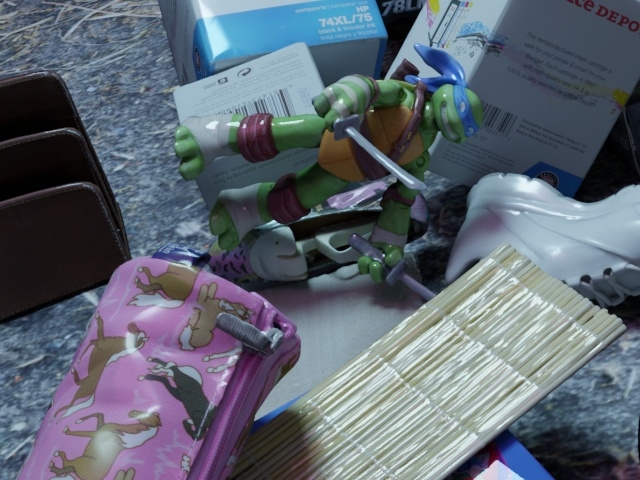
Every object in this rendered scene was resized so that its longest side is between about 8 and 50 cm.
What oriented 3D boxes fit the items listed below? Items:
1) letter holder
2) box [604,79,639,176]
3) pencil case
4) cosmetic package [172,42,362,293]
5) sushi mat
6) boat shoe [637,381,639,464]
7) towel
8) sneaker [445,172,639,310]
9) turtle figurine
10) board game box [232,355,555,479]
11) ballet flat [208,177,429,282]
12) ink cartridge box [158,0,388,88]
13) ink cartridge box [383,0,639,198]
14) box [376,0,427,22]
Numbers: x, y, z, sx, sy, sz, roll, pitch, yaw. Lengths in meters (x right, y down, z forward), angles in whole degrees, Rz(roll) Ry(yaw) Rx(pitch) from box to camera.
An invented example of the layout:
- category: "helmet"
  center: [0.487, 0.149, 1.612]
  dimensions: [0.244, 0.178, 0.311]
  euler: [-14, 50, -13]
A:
- category: "letter holder"
  center: [-0.387, -0.032, 1.883]
  dimensions: [0.302, 0.214, 0.152]
  euler: [-21, 30, -2]
- category: "box"
  center: [0.443, -0.237, 1.839]
  dimensions: [0.395, 0.097, 0.318]
  euler: [-23, 28, -5]
- category: "pencil case"
  center: [-0.143, 0.191, 1.215]
  dimensions: [0.160, 0.167, 0.386]
  euler: [22, 55, 2]
- category: "cosmetic package"
  center: [-0.044, -0.071, 1.759]
  dimensions: [0.151, 0.183, 0.151]
  euler: [-20, 36, 1]
- category: "sushi mat"
  center: [0.076, 0.121, 1.332]
  dimensions: [0.316, 0.019, 0.151]
  euler: [-36, 46, -21]
- category: "boat shoe"
  center: [0.384, 0.126, 1.216]
  dimensions: [0.341, 0.158, 0.127]
  euler: [-11, 31, 17]
- category: "towel"
  center: [0.016, 0.111, 1.576]
  dimensions: [0.187, 0.049, 0.282]
  euler: [-15, 29, 6]
- category: "sneaker"
  center: [0.245, 0.022, 1.554]
  dimensions: [0.297, 0.111, 0.129]
  euler: [3, 53, 41]
- category: "turtle figurine"
  center: [0.009, -0.048, 1.537]
  dimensions: [0.266, 0.198, 0.274]
  euler: [-10, 69, 21]
- category: "board game box"
  center: [-0.006, 0.237, 1.306]
  dimensions: [0.347, 0.078, 0.233]
  euler: [-28, 43, -13]
- category: "ballet flat"
  center: [0.000, 0.000, 1.675]
  dimensions: [0.221, 0.077, 0.079]
  euler: [-17, 34, -2]
- category: "ink cartridge box"
  center: [-0.064, -0.256, 1.922]
  dimensions: [0.197, 0.198, 0.270]
  euler: [-10, 60, -12]
- category: "ink cartridge box"
  center: [0.193, -0.174, 1.699]
  dimensions: [0.232, 0.171, 0.168]
  euler: [-62, 26, 15]
- category: "box"
  center: [0.179, -0.354, 2.009]
  dimensions: [0.293, 0.073, 0.295]
  euler: [-10, 26, -1]
